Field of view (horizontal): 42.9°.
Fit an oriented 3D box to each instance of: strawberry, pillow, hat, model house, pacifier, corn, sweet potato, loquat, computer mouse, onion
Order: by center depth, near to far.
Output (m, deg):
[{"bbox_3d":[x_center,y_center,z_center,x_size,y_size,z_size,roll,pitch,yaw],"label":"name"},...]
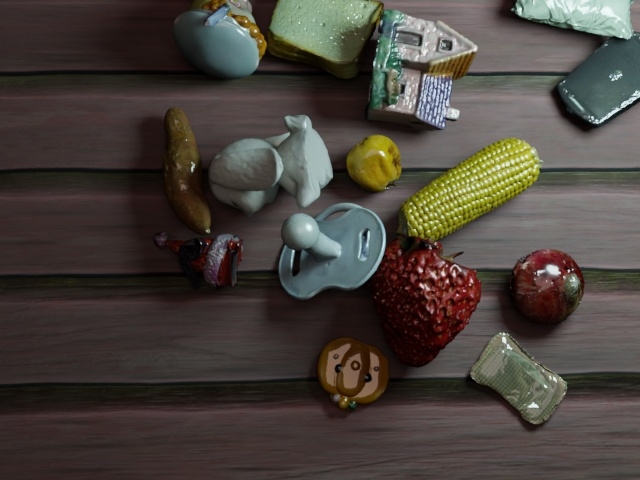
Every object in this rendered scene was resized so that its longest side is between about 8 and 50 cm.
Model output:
[{"bbox_3d":[0.216,0.130,1.789,0.261,0.261,0.258,37,82,5],"label":"strawberry"},{"bbox_3d":[0.000,0.000,1.802,0.287,0.226,0.239,-9,63,32],"label":"pacifier"},{"bbox_3d":[-0.284,0.023,1.858,0.227,0.140,0.129,19,62,14],"label":"hat"},{"bbox_3d":[0.530,0.102,1.865,0.184,0.147,0.184,3,80,-17],"label":"onion"},{"bbox_3d":[0.458,0.319,1.871,0.211,0.034,0.135,37,77,3],"label":"pillow"},{"bbox_3d":[-0.320,-0.146,1.894,0.095,0.106,0.355,1,61,-34],"label":"sweet potato"},{"bbox_3d":[0.345,-0.117,1.904,0.387,0.144,0.144,-28,81,-10],"label":"corn"},{"bbox_3d":[0.129,-0.178,1.922,0.137,0.113,0.137,1,88,-23],"label":"loquat"},{"bbox_3d":[0.237,-0.396,1.924,0.237,0.202,0.237,10,78,0],"label":"model house"},{"bbox_3d":[0.726,-0.396,2.011,0.295,0.087,0.168,-36,72,0],"label":"computer mouse"},{"bbox_3d":[0.634,-0.634,2.014,0.309,0.138,0.283,9,68,4],"label":"pillow"}]

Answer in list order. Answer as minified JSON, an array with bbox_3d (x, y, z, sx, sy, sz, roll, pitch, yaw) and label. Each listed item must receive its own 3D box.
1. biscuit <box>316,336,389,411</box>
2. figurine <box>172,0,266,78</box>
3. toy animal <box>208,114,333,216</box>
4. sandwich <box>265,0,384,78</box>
[{"bbox_3d":[0.071,0.305,1.845,0.170,0.050,0.170,0,78,-2],"label":"biscuit"},{"bbox_3d":[-0.260,-0.557,1.977,0.205,0.224,0.382,-24,54,14],"label":"figurine"},{"bbox_3d":[-0.128,-0.166,1.865,0.265,0.272,0.206,-10,107,17],"label":"toy animal"},{"bbox_3d":[0.008,-0.524,1.998,0.251,0.087,0.226,19,69,3],"label":"sandwich"}]
